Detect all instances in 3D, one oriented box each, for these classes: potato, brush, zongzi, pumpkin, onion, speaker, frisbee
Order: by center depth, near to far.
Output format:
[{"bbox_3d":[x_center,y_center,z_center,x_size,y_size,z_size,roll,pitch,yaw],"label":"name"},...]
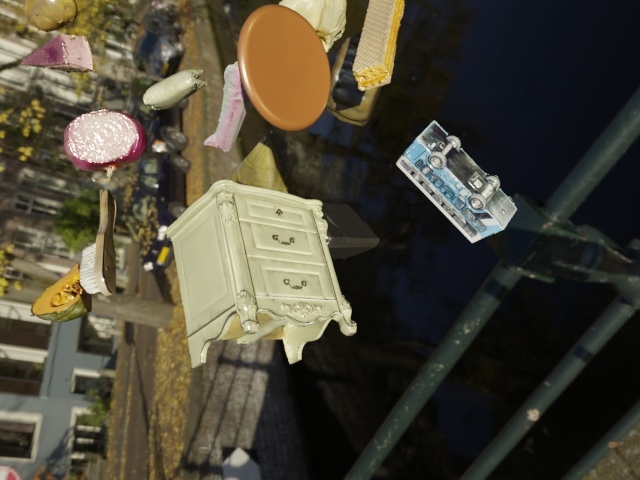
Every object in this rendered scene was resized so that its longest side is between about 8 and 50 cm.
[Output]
[{"bbox_3d":[-0.064,-0.344,1.167,0.021,0.251,0.250,1,76,44],"label":"frisbee"},{"bbox_3d":[-0.490,-0.001,1.288,0.327,0.065,0.070,-108,3,-46],"label":"brush"},{"bbox_3d":[-0.587,-0.270,1.605,0.207,0.200,0.200,-42,27,-6],"label":"onion"},{"bbox_3d":[-0.785,-0.684,1.700,0.176,0.137,0.137,-7,67,33],"label":"potato"},{"bbox_3d":[0.000,0.000,1.799,0.184,0.388,0.180,-49,68,22],"label":"speaker"},{"bbox_3d":[-0.833,0.198,1.884,0.278,0.163,0.111,-129,20,-56],"label":"pumpkin"},{"bbox_3d":[-0.149,-0.174,1.899,0.300,0.274,0.145,-36,14,53],"label":"zongzi"}]

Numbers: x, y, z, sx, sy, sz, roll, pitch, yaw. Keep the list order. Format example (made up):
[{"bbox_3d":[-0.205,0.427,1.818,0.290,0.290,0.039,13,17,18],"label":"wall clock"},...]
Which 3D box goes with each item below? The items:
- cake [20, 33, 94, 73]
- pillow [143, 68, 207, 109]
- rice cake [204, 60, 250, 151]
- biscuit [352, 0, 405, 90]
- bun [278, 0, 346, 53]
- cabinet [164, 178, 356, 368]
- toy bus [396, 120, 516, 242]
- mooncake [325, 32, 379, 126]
[{"bbox_3d":[-0.838,-0.588,1.861,0.295,0.116,0.112,4,94,37],"label":"cake"},{"bbox_3d":[-0.431,-0.451,1.738,0.182,0.077,0.134,-24,12,8],"label":"pillow"},{"bbox_3d":[-0.222,-0.327,1.449,0.051,0.081,0.290,61,145,23],"label":"rice cake"},{"bbox_3d":[0.155,-0.543,1.509,0.094,0.054,0.378,-9,53,33],"label":"biscuit"},{"bbox_3d":[-0.027,-0.606,1.674,0.146,0.287,0.287,43,125,12],"label":"bun"},{"bbox_3d":[-0.126,0.080,1.223,0.227,0.290,0.317,-36,59,36],"label":"cabinet"},{"bbox_3d":[0.329,-0.139,1.418,0.106,0.297,0.131,-46,3,-35],"label":"toy bus"},{"bbox_3d":[0.123,-0.523,1.903,0.290,0.161,0.290,21,-90,-87],"label":"mooncake"}]
